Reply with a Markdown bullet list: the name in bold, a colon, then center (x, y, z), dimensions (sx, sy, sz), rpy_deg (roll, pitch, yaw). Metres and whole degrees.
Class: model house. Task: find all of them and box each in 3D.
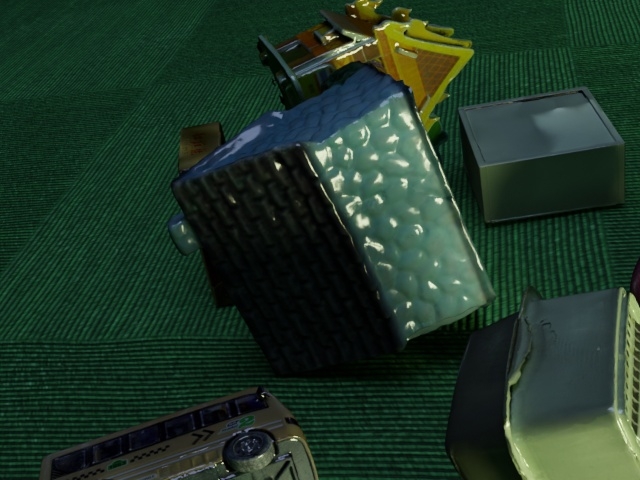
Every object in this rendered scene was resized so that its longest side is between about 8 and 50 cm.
- **model house**: center (0.000, 0.000, 1.226), dimensions (0.339, 0.360, 0.297), rpy_deg (-28, 23, -4)
- **model house**: center (0.112, -0.200, 1.469), dimensions (0.313, 0.357, 0.242), rpy_deg (-24, 31, -2)

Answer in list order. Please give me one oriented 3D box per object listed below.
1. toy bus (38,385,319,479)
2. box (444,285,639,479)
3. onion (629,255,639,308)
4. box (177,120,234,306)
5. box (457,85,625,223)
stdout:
- **toy bus**: center (-0.152, 0.268, 1.001), dimensions (0.290, 0.139, 0.157), rpy_deg (-19, 27, -6)
- **box**: center (0.244, 0.199, 0.847), dimensions (0.166, 0.290, 0.220), rpy_deg (-18, 25, 29)
- **onion**: center (0.500, 0.043, 1.081), dimensions (0.256, 0.230, 0.272), rpy_deg (-21, 40, -16)
- **box**: center (-0.155, -0.041, 1.399), dimensions (0.071, 0.240, 0.159), rpy_deg (-12, 32, -1)
- **box**: center (0.358, -0.140, 1.524), dimensions (0.225, 0.117, 0.225), rpy_deg (-9, 32, 4)
